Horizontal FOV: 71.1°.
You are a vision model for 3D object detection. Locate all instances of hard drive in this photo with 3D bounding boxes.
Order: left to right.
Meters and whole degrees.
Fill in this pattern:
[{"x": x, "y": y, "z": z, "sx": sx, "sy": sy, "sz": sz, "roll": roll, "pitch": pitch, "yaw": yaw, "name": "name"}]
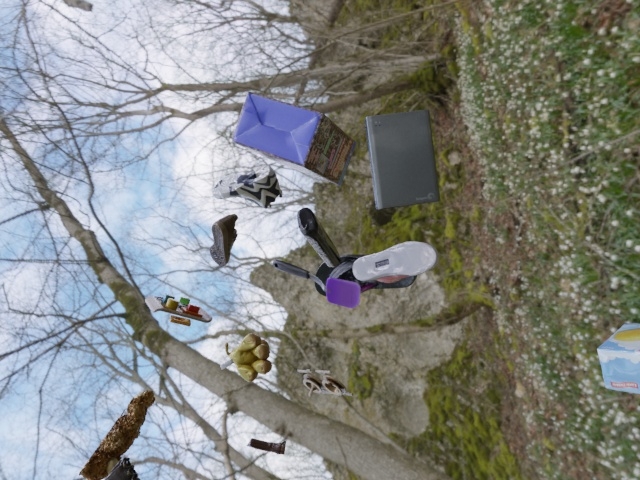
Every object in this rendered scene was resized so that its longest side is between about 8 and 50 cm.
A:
[{"x": 0.120, "y": -0.117, "z": 0.656, "sx": 0.094, "sy": 0.022, "sz": 0.135, "roll": -8, "pitch": -88, "yaw": -5, "name": "hard drive"}]

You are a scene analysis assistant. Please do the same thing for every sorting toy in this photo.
[{"x": -0.476, "y": 0.221, "z": 1.513, "sx": 0.195, "sy": 0.347, "sz": 0.047, "roll": 18, "pitch": -92, "yaw": -30, "name": "sorting toy"}]

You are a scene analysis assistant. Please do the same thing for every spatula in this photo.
[{"x": -0.020, "y": 0.108, "z": 1.229, "sx": 0.030, "sy": 0.296, "sz": 0.084, "roll": -29, "pitch": -51, "yaw": -43, "name": "spatula"}]

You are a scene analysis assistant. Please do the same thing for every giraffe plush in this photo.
[{"x": -0.268, "y": 0.457, "z": 1.788, "sx": 0.170, "sy": 0.210, "sz": 0.182, "roll": 2, "pitch": -106, "yaw": -69, "name": "giraffe plush"}]

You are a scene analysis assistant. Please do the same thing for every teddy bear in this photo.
[{"x": -0.690, "y": 0.686, "z": 1.583, "sx": 0.245, "sy": 0.113, "sz": 0.338, "roll": -52, "pitch": 8, "yaw": 44, "name": "teddy bear"}]

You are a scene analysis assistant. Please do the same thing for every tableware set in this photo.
[{"x": 0.005, "y": 0.481, "z": 1.476, "sx": 0.128, "sy": 0.194, "sz": 0.039, "roll": 49, "pitch": -126, "yaw": -17, "name": "tableware set"}]

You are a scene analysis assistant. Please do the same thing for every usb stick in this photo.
[{"x": 0.000, "y": 0.000, "z": 1.116, "sx": 0.045, "sy": 0.077, "sz": 0.278, "roll": -25, "pitch": -23, "yaw": 5, "name": "usb stick"}]

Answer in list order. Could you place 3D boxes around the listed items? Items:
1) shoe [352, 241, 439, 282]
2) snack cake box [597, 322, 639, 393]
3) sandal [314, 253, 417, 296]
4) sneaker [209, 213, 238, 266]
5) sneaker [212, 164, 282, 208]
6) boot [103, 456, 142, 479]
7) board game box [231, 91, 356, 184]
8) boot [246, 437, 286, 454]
[{"x": 0.155, "y": 0.044, "z": 0.870, "sx": 0.081, "sy": 0.177, "sz": 0.064, "roll": 8, "pitch": -109, "yaw": -53, "name": "shoe"}, {"x": 0.687, "y": 0.223, "z": 0.823, "sx": 0.152, "sy": 0.264, "sz": 0.089, "roll": -16, "pitch": -86, "yaw": -35, "name": "snack cake box"}, {"x": 0.135, "y": 0.132, "z": 1.648, "sx": 0.107, "sy": 0.445, "sz": 0.168, "roll": -36, "pitch": -74, "yaw": -51, "name": "sandal"}, {"x": -0.249, "y": 0.003, "z": 1.201, "sx": 0.071, "sy": 0.066, "sz": 0.188, "roll": -40, "pitch": -16, "yaw": -34, "name": "sneaker"}, {"x": -0.234, "y": -0.154, "z": 1.507, "sx": 0.094, "sy": 0.234, "sz": 0.153, "roll": -95, "pitch": -21, "yaw": -43, "name": "sneaker"}, {"x": -0.435, "y": 0.635, "z": 1.109, "sx": 0.263, "sy": 0.229, "sz": 0.091, "roll": -39, "pitch": -24, "yaw": -17, "name": "boot"}, {"x": -0.063, "y": -0.278, "z": 1.264, "sx": 0.291, "sy": 0.232, "sz": 0.141, "roll": 8, "pitch": -76, "yaw": -68, "name": "board game box"}, {"x": -0.161, "y": 0.609, "z": 1.337, "sx": 0.106, "sy": 0.114, "sz": 0.037, "roll": 103, "pitch": 177, "yaw": -70, "name": "boot"}]
